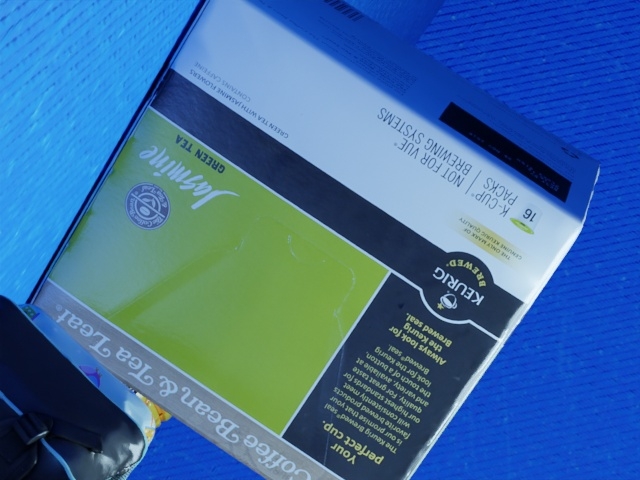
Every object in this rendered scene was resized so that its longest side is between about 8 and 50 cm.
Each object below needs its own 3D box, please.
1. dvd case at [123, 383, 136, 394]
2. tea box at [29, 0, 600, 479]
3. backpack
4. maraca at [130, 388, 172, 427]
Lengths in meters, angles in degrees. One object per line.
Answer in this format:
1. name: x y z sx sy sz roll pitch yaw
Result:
1. dvd case: -0.289 0.239 1.890 0.221 0.018 0.164 -28 155 -52
2. tea box: 0.000 0.000 1.481 0.323 0.329 0.220 -56 178 18
3. backpack: -0.211 0.145 1.192 0.188 0.166 0.144 -55 168 26
4. maraca: -0.218 0.165 2.013 0.186 0.099 0.127 -18 141 -43
